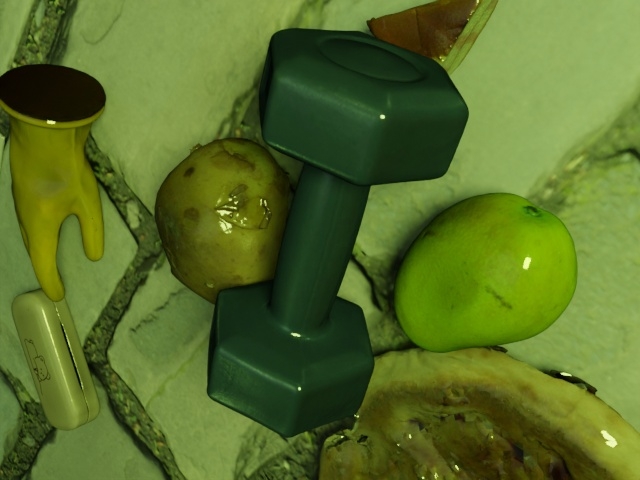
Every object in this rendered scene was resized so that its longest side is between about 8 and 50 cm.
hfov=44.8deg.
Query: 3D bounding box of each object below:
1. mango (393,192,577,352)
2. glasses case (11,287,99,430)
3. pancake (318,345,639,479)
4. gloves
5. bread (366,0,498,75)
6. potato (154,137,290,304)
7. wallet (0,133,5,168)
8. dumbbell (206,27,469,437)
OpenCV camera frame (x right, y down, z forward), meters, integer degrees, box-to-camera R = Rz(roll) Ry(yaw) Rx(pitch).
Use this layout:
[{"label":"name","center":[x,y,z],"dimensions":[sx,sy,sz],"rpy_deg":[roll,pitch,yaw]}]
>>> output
[{"label":"mango","center":[0.122,0.027,0.613],"dimensions":[0.163,0.089,0.117],"rpy_deg":[-19,91,40]},{"label":"glasses case","center":[-0.360,0.160,1.053],"dimensions":[0.083,0.050,0.196],"rpy_deg":[-14,95,42]},{"label":"pancake","center":[0.145,0.266,0.683],"dimensions":[0.382,0.071,0.382],"rpy_deg":[12,111,34]},{"label":"gloves","center":[-0.331,-0.056,0.948],"dimensions":[0.133,0.116,0.294],"rpy_deg":[-119,34,-42]},{"label":"bread","center":[0.089,-0.158,0.611],"dimensions":[0.109,0.043,0.062],"rpy_deg":[-2,101,37]},{"label":"potato","center":[-0.094,-0.012,0.747],"dimensions":[0.137,0.137,0.176],"rpy_deg":[22,119,31]},{"label":"wallet","center":[-0.449,-0.117,1.060],"dimensions":[0.044,0.011,0.083],"rpy_deg":[37,124,24]},{"label":"dumbbell","center":[-0.001,0.000,0.617],"dimensions":[0.143,0.156,0.316],"rpy_deg":[44,131,39]}]
